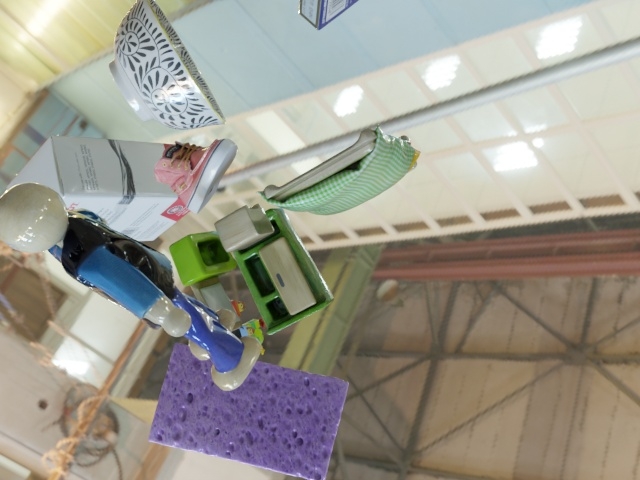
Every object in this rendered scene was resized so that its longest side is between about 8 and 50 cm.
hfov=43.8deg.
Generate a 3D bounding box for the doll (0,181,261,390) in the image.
[{"bbox_3d":[-0.108,0.025,0.469,0.046,0.189,0.129,-48,-138,-3],"label":"doll"}]

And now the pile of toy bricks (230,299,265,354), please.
[{"bbox_3d":[-0.147,0.185,1.502,0.105,0.212,0.118,-25,-161,-39],"label":"pile of toy bricks"}]

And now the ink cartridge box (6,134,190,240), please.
[{"bbox_3d":[-0.373,-0.082,1.383,0.197,0.273,0.114,-32,-110,42],"label":"ink cartridge box"}]

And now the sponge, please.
[{"bbox_3d":[-0.082,0.196,0.916,0.031,0.210,0.117,80,22,-76],"label":"sponge"}]

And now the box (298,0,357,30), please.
[{"bbox_3d":[0.071,-0.315,0.771,0.225,0.036,0.136,-40,163,-20],"label":"box"}]

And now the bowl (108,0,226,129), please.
[{"bbox_3d":[-0.182,-0.184,0.887,0.080,0.170,0.170,-30,-147,1],"label":"bowl"}]

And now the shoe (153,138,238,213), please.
[{"bbox_3d":[-0.166,-0.097,1.022,0.063,0.081,0.178,-54,-176,-26],"label":"shoe"}]

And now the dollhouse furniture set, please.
[{"bbox_3d":[0.000,0.000,0.984,0.302,0.151,0.197,-29,175,19],"label":"dollhouse furniture set"}]
